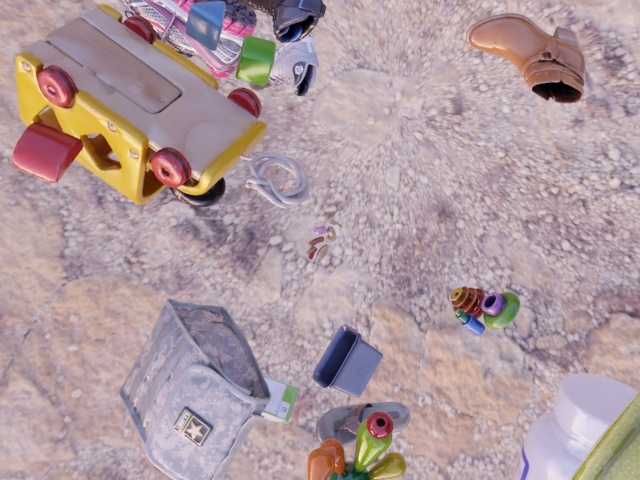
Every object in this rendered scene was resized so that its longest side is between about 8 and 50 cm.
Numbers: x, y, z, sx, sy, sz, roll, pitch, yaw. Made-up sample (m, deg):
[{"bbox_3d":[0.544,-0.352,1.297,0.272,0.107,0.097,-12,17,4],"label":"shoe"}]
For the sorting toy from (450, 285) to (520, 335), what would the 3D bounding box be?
[{"bbox_3d":[0.189,0.079,0.837,0.042,0.102,0.061,37,72,-21],"label":"sorting toy"}]

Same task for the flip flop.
[{"bbox_3d":[0.120,0.492,1.885,0.277,0.080,0.112,-6,60,-14],"label":"flip flop"}]

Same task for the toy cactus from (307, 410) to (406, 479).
[{"bbox_3d":[0.015,0.250,0.568,0.112,0.180,0.219,12,75,0],"label":"toy cactus"}]

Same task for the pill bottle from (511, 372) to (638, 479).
[{"bbox_3d":[0.315,0.308,0.850,0.152,0.152,0.272,12,111,4],"label":"pill bottle"}]

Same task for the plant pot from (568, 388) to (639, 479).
[{"bbox_3d":[0.383,0.220,0.380,0.366,0.353,0.366,-20,133,-23],"label":"plant pot"}]

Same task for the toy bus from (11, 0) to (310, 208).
[{"bbox_3d":[-0.127,-0.081,0.524,0.191,0.104,0.202,-1,58,-21],"label":"toy bus"}]

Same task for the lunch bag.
[{"bbox_3d":[-0.228,0.291,1.286,0.287,0.169,0.235,46,113,41],"label":"lunch bag"}]

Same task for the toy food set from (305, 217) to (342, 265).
[{"bbox_3d":[0.000,0.000,1.709,0.122,0.078,0.019,-55,48,7],"label":"toy food set"}]

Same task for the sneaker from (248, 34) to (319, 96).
[{"bbox_3d":[-0.091,-0.406,1.730,0.228,0.086,0.132,-29,72,39],"label":"sneaker"}]

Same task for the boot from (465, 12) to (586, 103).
[{"bbox_3d":[0.487,-0.421,1.638,0.283,0.220,0.109,12,144,-3],"label":"boot"}]

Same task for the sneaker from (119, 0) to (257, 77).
[{"bbox_3d":[-0.253,-0.360,1.086,0.299,0.121,0.112,28,123,4],"label":"sneaker"}]

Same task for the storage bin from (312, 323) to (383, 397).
[{"bbox_3d":[0.060,0.257,1.442,0.091,0.098,0.135,34,84,-25],"label":"storage bin"}]

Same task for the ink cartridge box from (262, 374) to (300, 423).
[{"bbox_3d":[-0.202,0.396,1.826,0.255,0.189,0.097,22,72,-6],"label":"ink cartridge box"}]

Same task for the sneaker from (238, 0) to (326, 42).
[{"bbox_3d":[-0.082,-0.396,1.189,0.217,0.079,0.121,2,83,45],"label":"sneaker"}]
